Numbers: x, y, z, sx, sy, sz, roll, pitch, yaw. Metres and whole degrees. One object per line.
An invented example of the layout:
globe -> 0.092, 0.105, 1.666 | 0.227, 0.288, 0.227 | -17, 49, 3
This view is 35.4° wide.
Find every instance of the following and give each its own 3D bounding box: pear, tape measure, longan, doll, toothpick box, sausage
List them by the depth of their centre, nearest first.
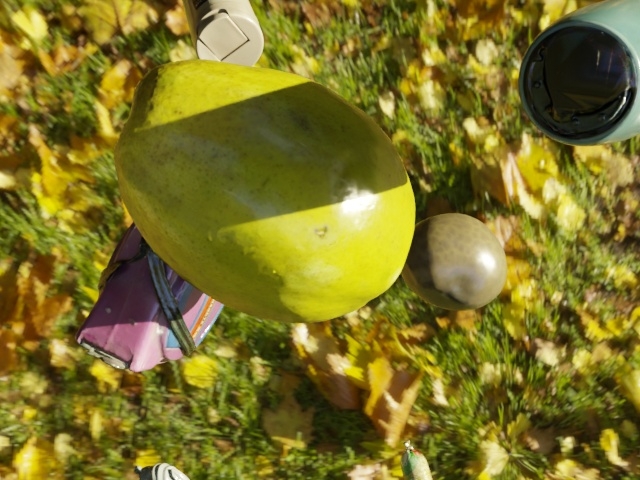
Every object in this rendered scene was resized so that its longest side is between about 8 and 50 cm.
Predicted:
toothpick box -> 0.234, -0.138, 0.824 | 0.120, 0.184, 0.120 | 7, 106, 27
pear -> -0.057, -0.049, 1.004 | 0.307, 0.253, 0.252 | 22, 82, -13
sausage -> 0.131, 0.353, 1.108 | 0.033, 0.033, 0.269 | -16, 72, 7
tape measure -> -0.224, 0.058, 1.416 | 0.149, 0.245, 0.231 | 23, 91, 14
toothpick box -> -0.161, -0.358, 1.631 | 0.111, 0.111, 0.180 | -25, 42, 5
doll -> -0.261, 0.458, 1.841 | 0.180, 0.079, 0.094 | 28, 125, -10
longan -> 0.253, 0.041, 1.937 | 0.213, 0.198, 0.197 | 0, 78, -7
